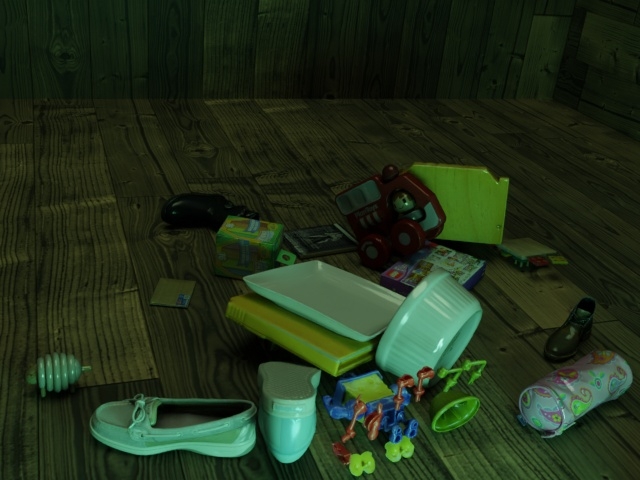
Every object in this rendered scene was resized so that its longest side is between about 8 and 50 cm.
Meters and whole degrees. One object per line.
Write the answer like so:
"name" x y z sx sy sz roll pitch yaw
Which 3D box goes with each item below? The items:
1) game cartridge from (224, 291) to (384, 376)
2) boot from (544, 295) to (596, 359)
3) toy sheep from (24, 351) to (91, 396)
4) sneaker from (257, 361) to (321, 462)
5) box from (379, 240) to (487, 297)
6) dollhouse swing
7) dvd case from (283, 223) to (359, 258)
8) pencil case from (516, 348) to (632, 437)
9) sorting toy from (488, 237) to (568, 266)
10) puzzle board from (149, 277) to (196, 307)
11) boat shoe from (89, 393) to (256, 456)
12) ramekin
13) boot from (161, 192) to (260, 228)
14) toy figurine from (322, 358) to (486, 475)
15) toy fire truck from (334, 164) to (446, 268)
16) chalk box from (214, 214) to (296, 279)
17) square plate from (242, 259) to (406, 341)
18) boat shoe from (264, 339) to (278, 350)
"game cartridge" -0.022 0.195 1.705 0.323 0.053 0.285 22 16 29
"boot" 0.633 0.218 1.874 0.082 0.106 0.219 24 31 32
"toy sheep" -0.541 0.273 1.529 0.132 0.091 0.091 -6 29 -24
"sneaker" -0.071 0.337 1.480 0.135 0.150 0.366 7 3 3
"box" 0.322 0.100 2.099 0.200 0.057 0.293 21 30 27
"dollhouse swing" 0.406 -0.150 2.341 0.346 0.315 0.305 6 31 11
"dvd case" 0.000 0.000 2.273 0.221 0.018 0.164 -9 30 -27
"pencil case" 0.561 0.332 1.629 0.284 0.124 0.124 -16 34 -36
"sorting toy" 0.636 0.042 2.283 0.132 0.046 0.274 -7 22 -25
"puzzle board" -0.382 0.137 1.924 0.096 0.011 0.128 7 27 -2
"boat shoe" -0.282 0.343 1.427 0.320 0.103 0.118 7 26 0
"ramekin" 0.251 0.207 1.658 0.127 0.273 0.273 34 36 22
"boot" -0.332 -0.076 2.265 0.246 0.094 0.207 -12 27 -43
"toy figurine" 0.134 0.304 1.521 0.362 0.191 0.217 -11 26 -33
"toy fire truck" 0.202 -0.079 2.154 0.302 0.254 0.169 -26 3 40
"chalk box" -0.174 0.029 2.049 0.213 0.132 0.132 9 27 5
"square plate" 0.041 0.143 1.762 0.344 0.049 0.347 23 17 26
"boat shoe" -0.093 0.208 1.792 0.072 0.068 0.190 18 26 -8
